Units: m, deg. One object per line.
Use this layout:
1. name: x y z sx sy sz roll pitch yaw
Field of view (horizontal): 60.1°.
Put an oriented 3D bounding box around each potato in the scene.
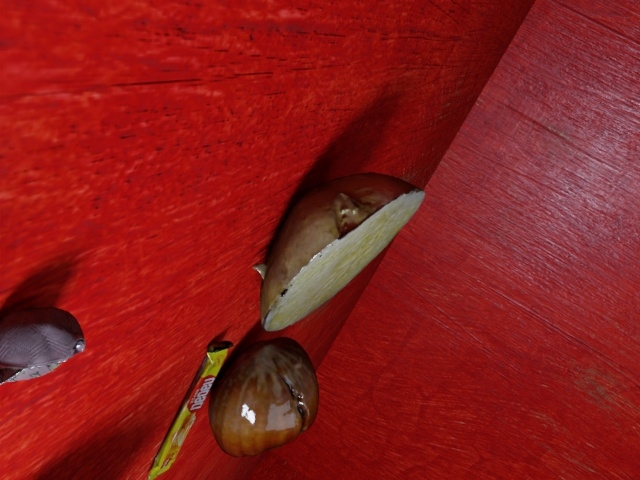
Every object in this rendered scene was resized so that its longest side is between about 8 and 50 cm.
1. potato: 0.000 0.000 0.777 0.299 0.116 0.239 -50 166 28

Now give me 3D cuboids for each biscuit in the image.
1. biscuit: -0.206 0.265 0.853 0.048 0.026 0.291 -5 129 -51

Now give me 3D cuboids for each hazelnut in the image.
1. hazelnut: -0.093 0.275 0.973 0.212 0.181 0.181 -28 170 -48

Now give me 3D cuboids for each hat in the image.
1. hat: -0.193 0.068 0.350 0.087 0.042 0.058 -25 174 16
